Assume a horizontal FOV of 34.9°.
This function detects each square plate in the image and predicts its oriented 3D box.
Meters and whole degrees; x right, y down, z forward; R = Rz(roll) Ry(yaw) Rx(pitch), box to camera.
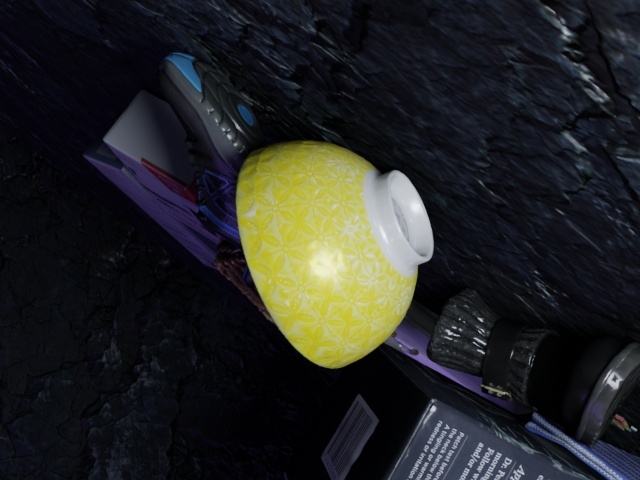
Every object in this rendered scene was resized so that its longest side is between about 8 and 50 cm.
[{"bbox_3d":[0.217,0.202,1.847,0.347,0.049,0.344,36,169,5],"label":"square plate"}]

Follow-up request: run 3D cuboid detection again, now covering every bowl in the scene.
[{"bbox_3d":[0.042,-0.005,1.228,0.156,0.289,0.289,-21,135,25],"label":"bowl"}]

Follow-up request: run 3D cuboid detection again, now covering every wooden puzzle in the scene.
[{"bbox_3d":[0.449,0.274,1.569,0.083,0.006,0.049,26,164,42],"label":"wooden puzzle"}]

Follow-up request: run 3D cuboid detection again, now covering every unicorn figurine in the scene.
[{"bbox_3d":[0.124,0.195,1.853,0.111,0.060,0.162,16,140,60],"label":"unicorn figurine"}]

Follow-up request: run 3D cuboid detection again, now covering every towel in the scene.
[{"bbox_3d":[0.475,0.358,1.473,0.336,0.040,0.243,26,-176,-33],"label":"towel"}]

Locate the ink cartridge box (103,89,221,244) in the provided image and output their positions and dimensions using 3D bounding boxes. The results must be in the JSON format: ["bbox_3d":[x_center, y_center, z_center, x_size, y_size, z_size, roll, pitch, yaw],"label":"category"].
[{"bbox_3d":[-0.214,-0.107,1.731,0.197,0.114,0.273,30,167,27],"label":"ink cartridge box"}]

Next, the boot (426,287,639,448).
[{"bbox_3d":[0.266,0.150,1.318,0.260,0.131,0.348,34,168,14],"label":"boot"}]

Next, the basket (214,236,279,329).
[{"bbox_3d":[0.000,0.000,1.593,0.213,0.223,0.299,-8,146,24],"label":"basket"}]

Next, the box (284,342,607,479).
[{"bbox_3d":[0.236,0.408,1.540,0.471,0.297,0.480,31,180,-10],"label":"box"}]

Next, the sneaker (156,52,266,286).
[{"bbox_3d":[-0.126,-0.085,1.342,0.341,0.139,0.125,56,-158,-12],"label":"sneaker"}]

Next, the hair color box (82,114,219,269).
[{"bbox_3d":[-0.269,-0.077,2.002,0.185,0.114,0.374,21,160,52],"label":"hair color box"}]
